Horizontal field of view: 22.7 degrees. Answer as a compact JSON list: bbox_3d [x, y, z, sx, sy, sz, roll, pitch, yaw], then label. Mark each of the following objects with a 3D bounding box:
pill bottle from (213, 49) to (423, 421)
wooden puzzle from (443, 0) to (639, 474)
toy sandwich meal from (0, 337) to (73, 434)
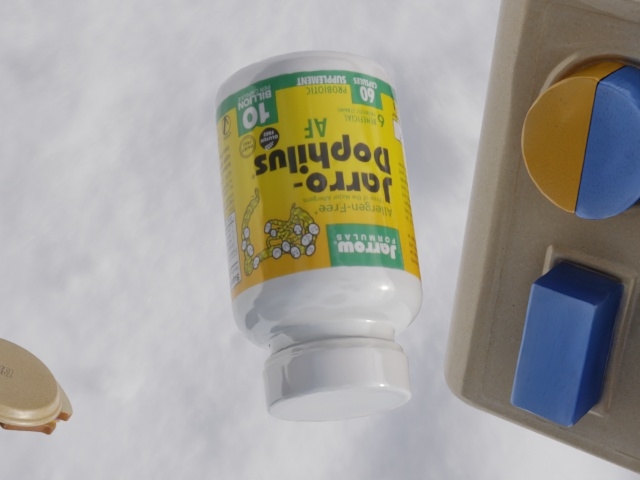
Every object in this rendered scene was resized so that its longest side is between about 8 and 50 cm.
[{"bbox_3d":[0.000,0.000,0.973,0.117,0.117,0.208,-6,71,1],"label":"pill bottle"},{"bbox_3d":[0.227,0.022,1.010,0.347,0.080,0.322,23,120,31],"label":"wooden puzzle"},{"bbox_3d":[-0.183,0.085,0.903,0.085,0.085,0.029,29,112,-5],"label":"toy sandwich meal"}]
